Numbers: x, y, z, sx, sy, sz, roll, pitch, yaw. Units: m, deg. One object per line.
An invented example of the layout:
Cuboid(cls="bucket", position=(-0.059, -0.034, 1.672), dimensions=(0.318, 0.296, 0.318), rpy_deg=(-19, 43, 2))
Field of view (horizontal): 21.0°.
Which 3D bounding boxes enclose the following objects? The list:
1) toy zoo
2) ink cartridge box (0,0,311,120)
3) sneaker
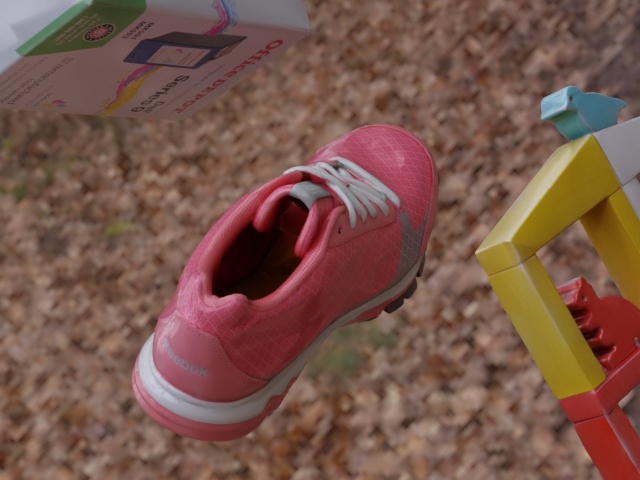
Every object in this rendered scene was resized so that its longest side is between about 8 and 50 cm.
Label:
Cuboid(cls="toy zoo", position=(0.197, 0.048, 0.944), dimensions=(0.192, 0.293, 0.030), rpy_deg=(-35, 6, -39))
Cuboid(cls="ink cartridge box", position=(-0.137, -0.160, 1.222), dimensions=(0.154, 0.093, 0.212), rpy_deg=(-29, -18, 38))
Cuboid(cls="sneaker", position=(0.000, 0.001, 1.148), dimensions=(0.314, 0.116, 0.136), rpy_deg=(-48, -16, -41))
